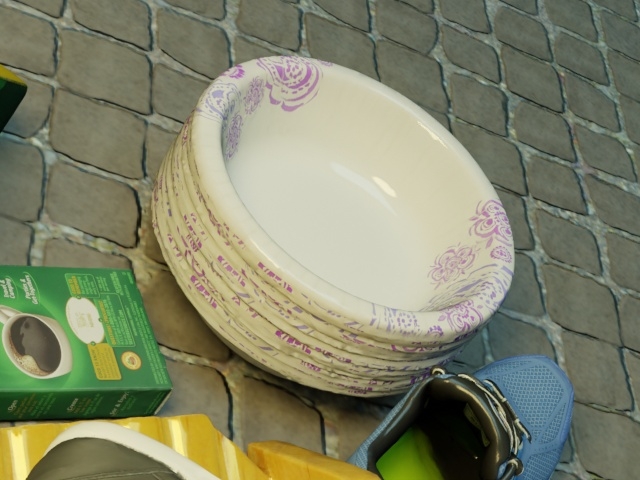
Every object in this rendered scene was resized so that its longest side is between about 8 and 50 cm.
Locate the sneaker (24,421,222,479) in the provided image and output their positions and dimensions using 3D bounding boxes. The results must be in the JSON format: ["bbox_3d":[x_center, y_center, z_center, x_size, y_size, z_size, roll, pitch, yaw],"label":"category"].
[{"bbox_3d":[-0.031,0.188,0.678,0.295,0.105,0.147,20,25,14],"label":"sneaker"}]

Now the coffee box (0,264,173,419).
[{"bbox_3d":[-0.204,0.071,1.048,0.184,0.040,0.113,2,50,-37],"label":"coffee box"}]

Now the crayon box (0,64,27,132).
[{"bbox_3d":[-0.385,-0.166,0.964,0.363,0.106,0.313,34,2,-5],"label":"crayon box"}]

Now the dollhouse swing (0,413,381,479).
[{"bbox_3d":[-0.057,0.223,0.772,0.346,0.305,0.315,1,72,-36],"label":"dollhouse swing"}]

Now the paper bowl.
[{"bbox_3d":[0.000,0.000,1.189,0.284,0.148,0.284,21,42,-20],"label":"paper bowl"}]

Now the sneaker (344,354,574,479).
[{"bbox_3d":[0.112,0.162,1.116,0.130,0.147,0.330,47,39,11],"label":"sneaker"}]
